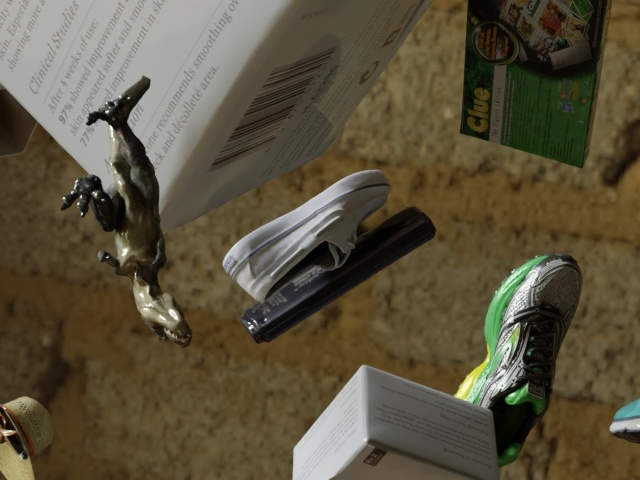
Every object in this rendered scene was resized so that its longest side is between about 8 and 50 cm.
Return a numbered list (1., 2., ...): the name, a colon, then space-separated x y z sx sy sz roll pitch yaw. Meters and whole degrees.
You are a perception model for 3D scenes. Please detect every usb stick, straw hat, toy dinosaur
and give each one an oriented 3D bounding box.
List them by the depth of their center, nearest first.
1. toy dinosaur: -0.154 -0.044 1.072 0.064 0.268 0.118 -15 -28 9
2. straw hat: -0.349 0.219 1.597 0.061 0.144 0.144 -27 29 -33
3. usb stick: 0.025 0.044 1.755 0.278 0.045 0.077 -32 25 -7

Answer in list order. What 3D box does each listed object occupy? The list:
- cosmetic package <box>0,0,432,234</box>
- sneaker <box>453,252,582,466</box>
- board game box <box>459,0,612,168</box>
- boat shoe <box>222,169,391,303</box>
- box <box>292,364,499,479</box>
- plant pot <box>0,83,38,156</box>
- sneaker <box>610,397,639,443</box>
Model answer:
1. cosmetic package: -0.136 -0.285 1.371 0.393 0.329 0.327 46 38 11
2. sneaker: 0.313 0.184 2.027 0.134 0.343 0.146 21 2 -22
3. board game box: 0.206 -0.187 1.311 0.136 0.259 0.030 17 51 17
4. boat shoe: 0.000 0.000 1.709 0.258 0.095 0.084 -32 70 -25
5. box: 0.084 0.264 1.586 0.182 0.181 0.119 22 40 -18
6. plant pot: -0.390 -0.165 1.560 0.096 0.109 0.109 47 34 21
7. sneaker: 0.415 0.157 1.468 0.107 0.110 0.275 17 -32 -19
